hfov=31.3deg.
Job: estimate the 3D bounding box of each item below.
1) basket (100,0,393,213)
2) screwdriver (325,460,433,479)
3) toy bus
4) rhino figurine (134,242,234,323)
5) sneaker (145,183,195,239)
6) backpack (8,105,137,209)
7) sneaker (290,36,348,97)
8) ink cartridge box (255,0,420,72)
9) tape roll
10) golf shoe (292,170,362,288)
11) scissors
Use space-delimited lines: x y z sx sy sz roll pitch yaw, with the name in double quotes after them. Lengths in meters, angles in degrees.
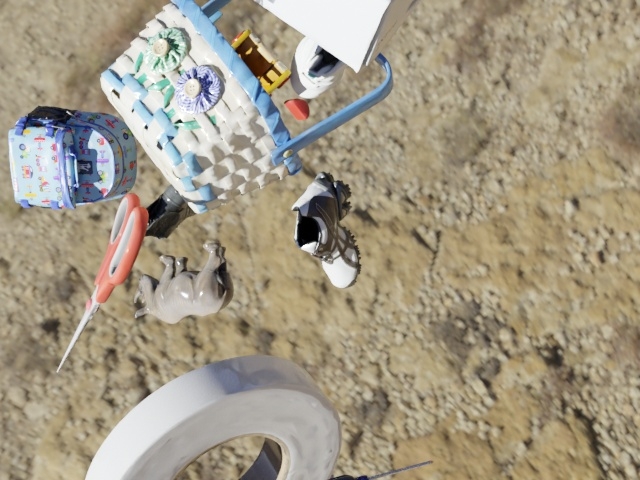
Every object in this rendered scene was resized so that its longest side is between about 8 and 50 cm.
-0.089 -0.189 1.366 0.289 0.201 0.255 -36 62 -11 "basket"
0.069 0.282 1.366 0.170 0.025 0.024 -10 67 -26 "screwdriver"
-0.128 -0.232 1.711 0.191 0.202 0.104 28 66 36 "toy bus"
-0.225 0.077 1.806 0.243 0.073 0.106 -15 77 43 "rhino figurine"
-0.228 -0.041 1.723 0.051 0.170 0.089 40 95 8 "sneaker"
-0.376 -0.122 1.756 0.173 0.158 0.117 6 20 8 "backpack"
0.001 -0.251 1.609 0.094 0.080 0.212 -56 9 -34 "sneaker"
-0.014 -0.353 1.134 0.307 0.129 0.223 35 65 4 "ink cartridge box"
-0.147 0.333 1.636 0.392 0.392 0.072 -43 49 1 "tape roll"
0.000 0.000 1.615 0.077 0.198 0.094 25 50 39 "golf shoe"
-0.273 0.073 1.390 0.297 0.021 0.109 -62 28 22 "scissors"
